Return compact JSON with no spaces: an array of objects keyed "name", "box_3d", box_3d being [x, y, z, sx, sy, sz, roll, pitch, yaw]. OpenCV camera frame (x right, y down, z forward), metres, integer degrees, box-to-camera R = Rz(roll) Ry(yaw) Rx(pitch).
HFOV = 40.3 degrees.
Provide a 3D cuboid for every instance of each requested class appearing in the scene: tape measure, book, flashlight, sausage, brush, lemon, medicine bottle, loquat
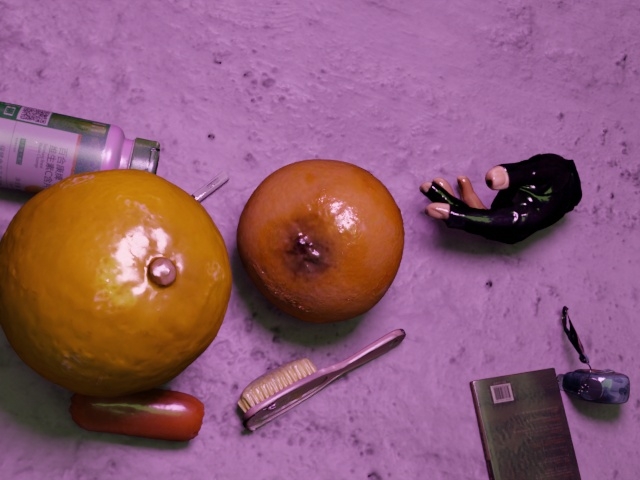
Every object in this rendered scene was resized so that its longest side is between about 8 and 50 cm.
[{"name":"tape measure","box_3d":[0.473,0.194,1.503,0.107,0.104,0.179,4,73,-10]},{"name":"book","box_3d":[0.348,0.338,1.468,0.160,0.024,0.228,-6,74,-16]},{"name":"flashlight","box_3d":[-0.189,-0.085,1.462,0.083,0.018,0.018,-41,86,-23]},{"name":"sausage","box_3d":[-0.274,0.255,1.303,0.197,0.076,0.076,10,71,-10]},{"name":"brush","box_3d":[0.002,0.201,1.401,0.313,0.072,0.067,-25,67,-22]},{"name":"lemon","box_3d":[-0.286,0.057,1.225,0.348,0.348,0.348,4,72,-14]},{"name":"medicine bottle","box_3d":[-0.393,-0.129,1.362,0.274,0.133,0.133,10,71,-12]},{"name":"loquat","box_3d":[0.000,0.000,1.363,0.263,0.263,0.263,4,72,-14]}]

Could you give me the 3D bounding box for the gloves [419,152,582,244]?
[{"name":"gloves","box_3d":[0.312,-0.073,1.498,0.301,0.197,0.152,0,62,-16]}]
